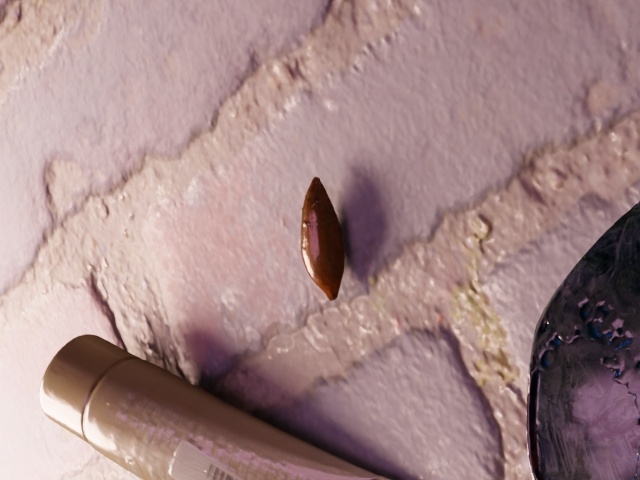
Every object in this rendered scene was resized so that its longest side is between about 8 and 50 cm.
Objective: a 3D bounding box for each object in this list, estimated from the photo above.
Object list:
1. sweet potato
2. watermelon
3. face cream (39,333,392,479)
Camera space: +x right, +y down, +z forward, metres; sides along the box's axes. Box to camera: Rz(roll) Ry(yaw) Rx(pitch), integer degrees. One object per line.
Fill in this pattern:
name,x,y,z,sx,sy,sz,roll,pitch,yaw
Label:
sweet potato,0.000,0.000,1.442,0.034,0.034,0.095,-1,102,47
watermelon,0.242,0.113,1.095,0.175,0.188,0.321,3,102,46
face cream,-0.080,0.179,1.555,0.341,0.084,0.137,26,121,31
